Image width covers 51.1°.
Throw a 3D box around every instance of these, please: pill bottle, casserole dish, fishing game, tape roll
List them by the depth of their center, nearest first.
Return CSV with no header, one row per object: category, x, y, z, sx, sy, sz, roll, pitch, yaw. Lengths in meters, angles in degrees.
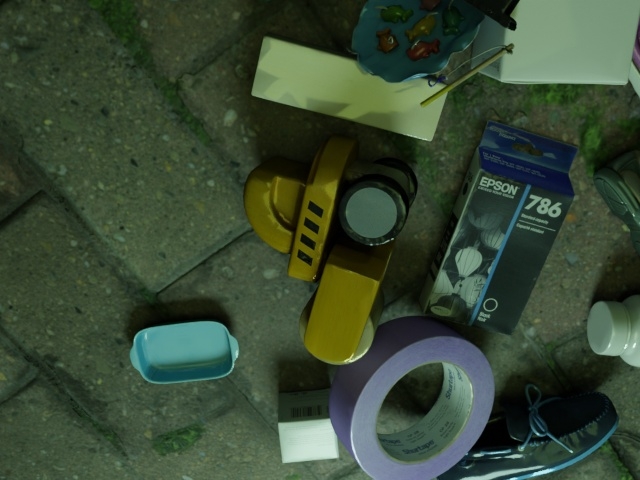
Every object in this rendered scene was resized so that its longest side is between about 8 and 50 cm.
fishing game,0.124,-0.296,0.902,0.189,0.264,0.041,-29,147,9
pill bottle,0.578,0.155,1.129,0.222,0.124,0.124,6,110,-4
tape roll,0.155,0.269,1.129,0.275,0.090,0.274,-8,111,-23
casserole dish,-0.235,0.189,1.169,0.189,0.037,0.114,-6,110,2

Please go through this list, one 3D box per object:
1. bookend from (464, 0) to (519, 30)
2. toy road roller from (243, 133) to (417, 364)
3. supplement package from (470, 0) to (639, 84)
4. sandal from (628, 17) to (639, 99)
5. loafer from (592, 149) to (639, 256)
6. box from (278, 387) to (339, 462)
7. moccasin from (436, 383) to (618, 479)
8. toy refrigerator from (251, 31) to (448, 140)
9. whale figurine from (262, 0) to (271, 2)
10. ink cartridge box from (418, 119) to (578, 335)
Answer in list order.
bookend,0.206,-0.359,0.791,0.156,0.072,0.157,36,115,11
toy road roller,0.000,0.000,1.028,0.241,0.202,0.329,16,109,8
supplement package,0.318,-0.368,0.902,0.175,0.177,0.292,0,110,-2
sandal,0.554,-0.232,0.978,0.169,0.102,0.416,-24,102,-4
loafer,0.548,-0.026,1.082,0.084,0.096,0.267,-39,104,1
box,-0.022,0.328,1.190,0.101,0.102,0.087,-5,108,0
moccasin,0.353,0.348,1.190,0.342,0.137,0.116,-27,104,8
toy refrigerator,0.040,-0.224,0.989,0.270,0.102,0.094,13,109,-7
whale figurine,-0.166,-0.422,0.889,0.272,0.141,0.216,26,107,-11
ink cartridge box,0.293,-0.014,1.094,0.166,0.065,0.332,14,108,-6
